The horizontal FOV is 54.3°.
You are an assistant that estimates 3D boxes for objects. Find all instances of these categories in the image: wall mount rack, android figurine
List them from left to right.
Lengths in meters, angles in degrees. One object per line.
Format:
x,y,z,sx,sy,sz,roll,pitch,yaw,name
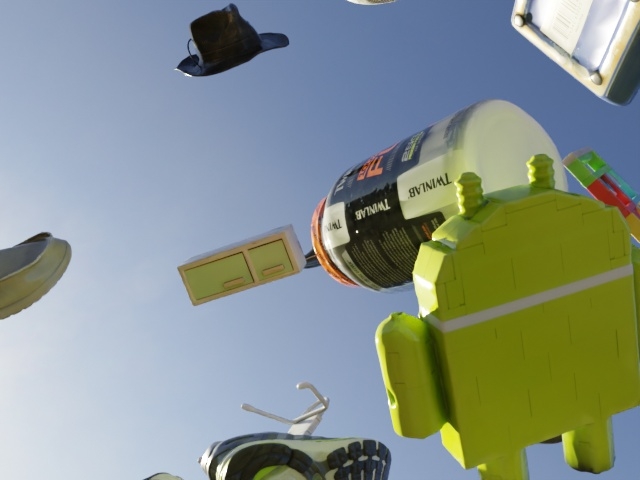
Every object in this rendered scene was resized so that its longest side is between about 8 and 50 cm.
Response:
-0.138,0.494,1.581,0.130,0.350,0.304,50,-48,-5,wall mount rack
0.165,0.071,0.497,0.056,0.248,0.273,-145,-140,-72,android figurine

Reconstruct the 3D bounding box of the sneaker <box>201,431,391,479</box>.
-0.024,0.303,0.846,0.300,0.111,0.121,21,-10,-36,sneaker

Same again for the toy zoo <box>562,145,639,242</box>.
0.614,-0.069,1.247,0.293,0.192,0.030,51,-57,13,toy zoo

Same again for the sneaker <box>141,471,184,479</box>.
-0.166,0.393,0.759,0.121,0.099,0.262,35,-31,49,sneaker

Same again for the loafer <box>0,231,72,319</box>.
-0.432,0.057,0.749,0.102,0.268,0.092,21,-43,47,loafer

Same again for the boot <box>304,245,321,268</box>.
0.000,0.000,2.023,0.198,0.137,0.077,-25,-24,21,boot

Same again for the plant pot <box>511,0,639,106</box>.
0.371,-0.318,0.738,0.236,0.212,0.236,52,-13,25,plant pot

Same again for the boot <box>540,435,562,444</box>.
0.365,0.161,1.019,0.138,0.377,0.284,2,-28,16,boot

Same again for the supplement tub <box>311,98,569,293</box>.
0.145,-0.041,0.867,0.207,0.207,0.338,45,-34,-17,supplement tub

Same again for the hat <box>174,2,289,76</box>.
-0.248,-0.541,1.629,0.331,0.331,0.134,2,-58,30,hat

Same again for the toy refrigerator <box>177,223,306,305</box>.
-0.179,0.057,1.424,0.269,0.094,0.102,-18,-80,12,toy refrigerator

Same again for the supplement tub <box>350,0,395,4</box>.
0.095,-0.609,1.077,0.235,0.235,0.325,8,-39,25,supplement tub
